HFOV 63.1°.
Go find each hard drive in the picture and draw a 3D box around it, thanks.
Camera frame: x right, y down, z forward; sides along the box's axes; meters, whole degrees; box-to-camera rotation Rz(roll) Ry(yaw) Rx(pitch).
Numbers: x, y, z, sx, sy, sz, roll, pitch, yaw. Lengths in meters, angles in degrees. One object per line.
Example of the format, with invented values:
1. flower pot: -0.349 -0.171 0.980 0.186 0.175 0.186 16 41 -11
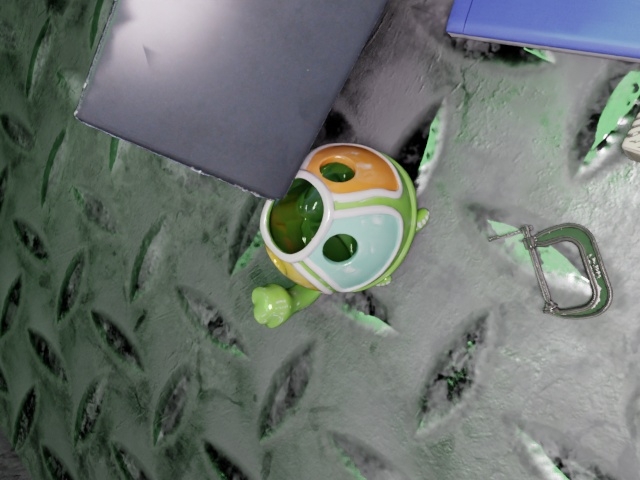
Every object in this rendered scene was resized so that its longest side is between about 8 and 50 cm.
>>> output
1. hard drive: 0.361 -0.379 0.739 0.319 0.040 0.210 23 102 32

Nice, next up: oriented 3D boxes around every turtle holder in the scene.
1. turtle holder: -0.003 -0.020 0.872 0.320 0.227 0.243 -29 75 30

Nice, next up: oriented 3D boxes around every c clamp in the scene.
1. c clamp: 0.343 0.044 0.768 0.137 0.022 0.160 -25 75 26

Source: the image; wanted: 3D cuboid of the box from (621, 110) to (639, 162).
1. box: 0.477 -0.216 0.621 0.094 0.113 0.275 30 105 31

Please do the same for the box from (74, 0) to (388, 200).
1. box: -0.116 -0.393 0.786 0.479 0.298 0.471 -61 27 18
